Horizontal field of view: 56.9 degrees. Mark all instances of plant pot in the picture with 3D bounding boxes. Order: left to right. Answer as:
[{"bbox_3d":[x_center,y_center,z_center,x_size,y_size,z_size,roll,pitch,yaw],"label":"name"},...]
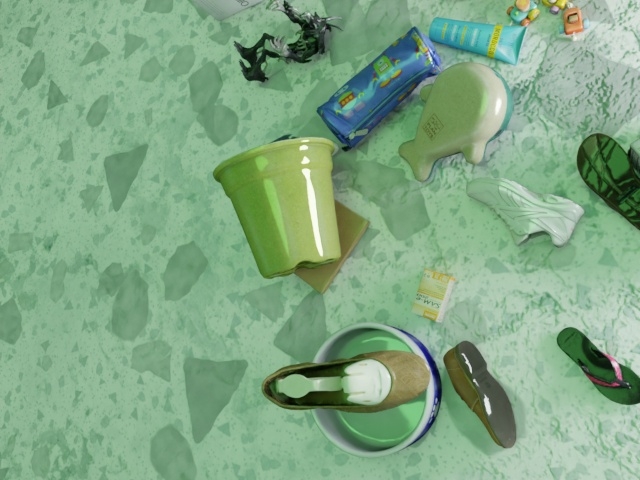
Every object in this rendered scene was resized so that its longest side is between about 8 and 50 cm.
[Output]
[{"bbox_3d":[-0.071,-0.057,1.295,0.276,0.276,0.254,-18,84,22],"label":"plant pot"}]

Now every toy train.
[{"bbox_3d":[0.472,-0.475,1.239,0.166,0.046,0.125,-1,78,26],"label":"toy train"}]

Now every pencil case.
[{"bbox_3d":[0.134,-0.338,1.334,0.306,0.119,0.133,-39,48,14],"label":"pencil case"}]

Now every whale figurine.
[{"bbox_3d":[0.288,-0.245,1.253,0.272,0.141,0.216,-50,60,36],"label":"whale figurine"}]

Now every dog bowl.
[{"bbox_3d":[0.111,0.304,1.219,0.265,0.104,0.265,-6,77,25],"label":"dog bowl"}]

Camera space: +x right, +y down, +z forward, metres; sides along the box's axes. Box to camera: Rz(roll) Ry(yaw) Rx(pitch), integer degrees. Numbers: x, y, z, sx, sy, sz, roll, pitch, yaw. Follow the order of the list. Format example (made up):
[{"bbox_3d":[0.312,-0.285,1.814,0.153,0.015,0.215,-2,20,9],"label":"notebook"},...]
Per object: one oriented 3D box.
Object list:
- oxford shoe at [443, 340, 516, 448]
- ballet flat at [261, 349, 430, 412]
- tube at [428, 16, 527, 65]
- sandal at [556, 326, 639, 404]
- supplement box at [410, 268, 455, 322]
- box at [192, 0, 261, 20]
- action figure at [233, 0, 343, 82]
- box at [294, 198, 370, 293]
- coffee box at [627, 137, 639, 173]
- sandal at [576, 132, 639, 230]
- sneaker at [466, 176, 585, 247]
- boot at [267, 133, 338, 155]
[{"bbox_3d":[0.310,0.305,1.153,0.076,0.076,0.212,-45,62,45],"label":"oxford shoe"},{"bbox_3d":[0.033,0.274,1.134,0.342,0.124,0.116,-8,76,25],"label":"ballet flat"},{"bbox_3d":[0.343,-0.446,1.298,0.207,0.052,0.080,22,118,26],"label":"tube"},{"bbox_3d":[0.507,0.230,1.074,0.179,0.040,0.067,44,100,27],"label":"sandal"},{"bbox_3d":[0.235,0.115,1.236,0.062,0.036,0.098,17,87,29],"label":"supplement box"},{"bbox_3d":[-0.201,-0.695,1.513,0.322,0.232,0.058,-16,77,23],"label":"box"},{"bbox_3d":[-0.087,-0.505,1.471,0.275,0.141,0.164,-22,59,22],"label":"action figure"},{"bbox_3d":[0.000,0.000,1.385,0.164,0.021,0.201,35,95,28],"label":"box"},{"bbox_3d":[0.679,-0.105,1.028,0.141,0.098,0.246,-36,66,15],"label":"coffee box"},{"bbox_3d":[0.569,-0.104,1.111,0.090,0.060,0.219,-45,78,18],"label":"sandal"},{"bbox_3d":[0.388,-0.053,1.169,0.232,0.090,0.115,23,93,29],"label":"sneaker"},{"bbox_3d":[-0.049,-0.226,1.430,0.190,0.069,0.086,-18,75,24],"label":"boot"}]
